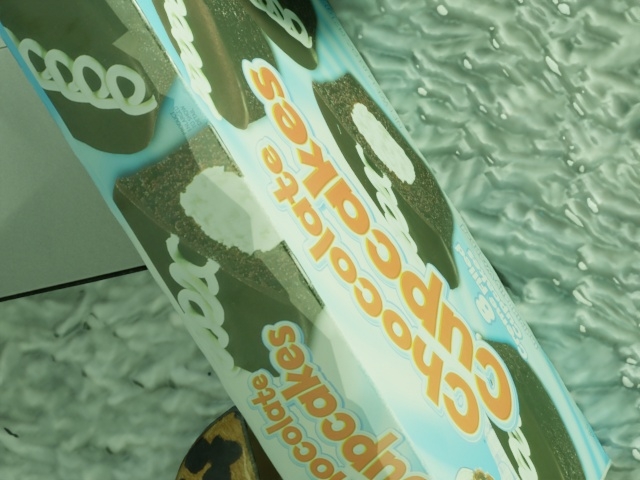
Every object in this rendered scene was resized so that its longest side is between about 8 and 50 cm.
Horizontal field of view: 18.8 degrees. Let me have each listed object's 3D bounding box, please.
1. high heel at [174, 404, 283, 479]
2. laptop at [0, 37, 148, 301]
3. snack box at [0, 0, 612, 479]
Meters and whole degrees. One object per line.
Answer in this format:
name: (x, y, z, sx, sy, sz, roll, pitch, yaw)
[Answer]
high heel: (0.042, 0.183, 0.874, 0.261, 0.093, 0.186, 14, 115, 24)
laptop: (-0.277, -0.101, 0.740, 0.408, 0.236, 0.382, -13, 106, -3)
snack box: (0.000, 0.000, 0.793, 0.060, 0.187, 0.322, -31, 93, 23)
